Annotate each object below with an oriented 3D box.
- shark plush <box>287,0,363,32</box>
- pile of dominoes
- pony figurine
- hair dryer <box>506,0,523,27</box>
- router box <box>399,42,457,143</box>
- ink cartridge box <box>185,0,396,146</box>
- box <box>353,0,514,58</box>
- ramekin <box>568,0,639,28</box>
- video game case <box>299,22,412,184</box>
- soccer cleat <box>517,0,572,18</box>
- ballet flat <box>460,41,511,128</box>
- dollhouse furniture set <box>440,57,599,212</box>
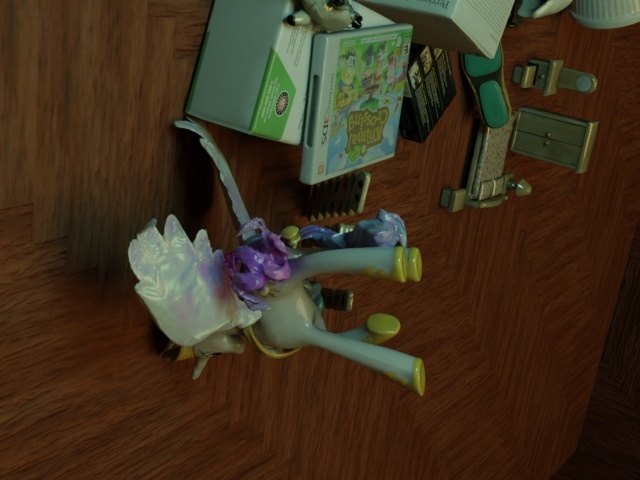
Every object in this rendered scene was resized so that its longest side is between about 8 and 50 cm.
[{"bbox_3d":[0.022,-0.291,1.119,0.161,0.073,0.067,0,75,-53],"label":"shark plush"},{"bbox_3d":[0.000,0.000,1.357,0.040,0.251,0.195,8,86,-20],"label":"pile of dominoes"},{"bbox_3d":[-0.065,0.049,1.145,0.302,0.364,0.350,-71,155,-49],"label":"pony figurine"},{"bbox_3d":[0.394,-0.561,1.755,0.224,0.080,0.293,25,86,-59],"label":"hair dryer"},{"bbox_3d":[0.176,-0.275,1.609,0.133,0.046,0.179,-55,147,-24],"label":"router box"},{"bbox_3d":[-0.027,-0.230,1.239,0.278,0.117,0.201,5,103,-58],"label":"ink cartridge box"},{"bbox_3d":[0.174,-0.372,1.413,0.182,0.181,0.119,19,91,-60],"label":"box"},{"bbox_3d":[0.642,-0.563,2.040,0.207,0.207,0.109,-49,135,-32],"label":"ramekin"},{"bbox_3d":[0.051,-0.187,1.248,0.212,0.023,0.193,-23,127,-51],"label":"video game case"},{"bbox_3d":[0.369,-0.550,1.641,0.143,0.116,0.331,-34,116,-22],"label":"soccer cleat"},{"bbox_3d":[0.312,-0.323,1.781,0.073,0.080,0.232,-87,164,-53],"label":"ballet flat"},{"bbox_3d":[0.427,-0.212,1.927,0.356,0.174,0.303,-19,123,-53],"label":"dollhouse furniture set"}]
